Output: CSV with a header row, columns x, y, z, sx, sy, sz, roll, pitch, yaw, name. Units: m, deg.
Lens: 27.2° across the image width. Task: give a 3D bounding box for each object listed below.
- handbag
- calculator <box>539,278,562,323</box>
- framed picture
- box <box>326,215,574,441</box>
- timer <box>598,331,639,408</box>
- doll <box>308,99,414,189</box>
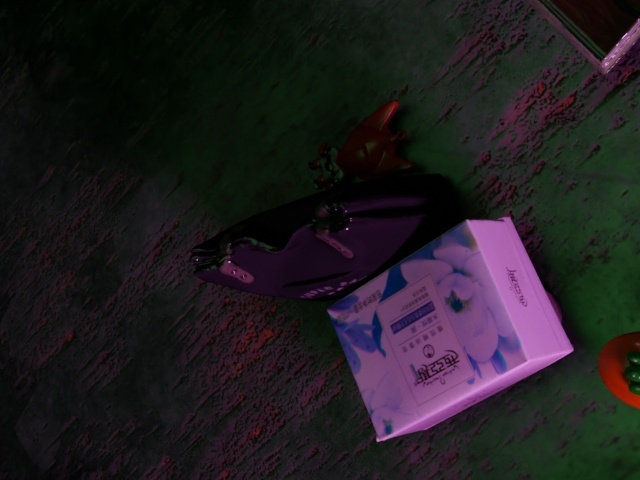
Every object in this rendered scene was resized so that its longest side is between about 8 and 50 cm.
x,y,z,sx,sy,sz,roll,pitch,yaw,name
0.000,0.000,1.804,0.342,0.288,0.152,-18,81,30,handbag
0.255,0.082,1.794,0.166,0.024,0.103,39,106,29,calculator
0.399,-0.375,1.717,0.273,0.016,0.216,-50,47,17,framed picture
0.166,0.119,1.767,0.274,0.116,0.203,-34,71,36,box
0.406,0.160,1.639,0.136,0.136,0.099,9,85,32,timer
0.054,-0.124,1.915,0.169,0.057,0.109,-21,72,28,doll
